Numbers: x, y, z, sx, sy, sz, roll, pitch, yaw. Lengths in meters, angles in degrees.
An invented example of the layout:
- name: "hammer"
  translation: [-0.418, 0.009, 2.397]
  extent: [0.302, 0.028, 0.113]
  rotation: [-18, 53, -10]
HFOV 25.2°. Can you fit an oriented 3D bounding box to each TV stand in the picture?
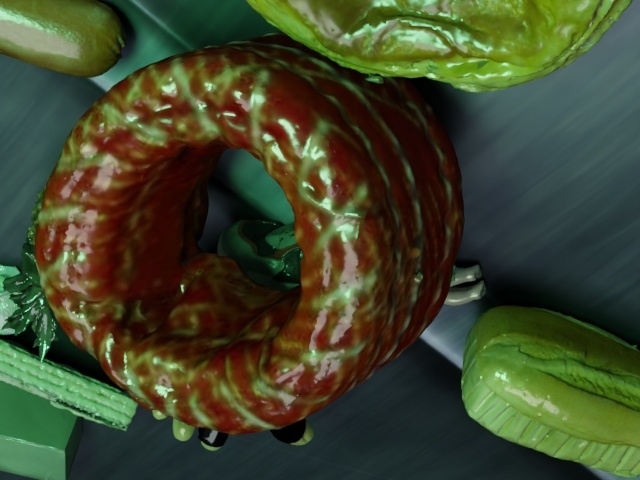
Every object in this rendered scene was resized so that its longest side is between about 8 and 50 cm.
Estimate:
- name: "TV stand"
  translation: [-0.440, 0.225, 1.805]
  extent: [0.270, 0.082, 0.088]
  rotation: [13, 140, 0]

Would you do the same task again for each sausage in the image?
- name: "sausage"
  translation: [-0.273, -0.203, 1.298]
  extent: [0.198, 0.076, 0.076]
  rotation: [18, 138, -8]

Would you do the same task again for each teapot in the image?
- name: "teapot"
  translation: [-0.349, 0.067, 1.623]
  extent: [0.083, 0.064, 0.064]
  rotation: [7, 130, 14]

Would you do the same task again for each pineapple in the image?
- name: "pineapple"
  translation: [-0.267, 0.016, 1.504]
  extent: [0.125, 0.125, 0.251]
  rotation: [25, 132, -13]

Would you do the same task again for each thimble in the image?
- name: "thimble"
  translation: [-0.055, -0.008, 1.263]
  extent: [0.350, 0.230, 0.350]
  rotation: [9, 111, 24]

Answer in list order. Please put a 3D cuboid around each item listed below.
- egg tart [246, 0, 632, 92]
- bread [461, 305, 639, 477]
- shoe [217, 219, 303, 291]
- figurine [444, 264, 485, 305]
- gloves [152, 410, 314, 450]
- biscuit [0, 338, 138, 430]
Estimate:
- name: "egg tart"
  translation: [0.078, -0.266, 1.081]
  extent: [0.352, 0.150, 0.352]
  rotation: [12, 140, 10]
- name: "bread"
  translation: [0.263, 0.153, 1.496]
  extent: [0.236, 0.140, 0.106]
  rotation: [20, 134, -12]
- name: "shoe"
  translation: [0.000, 0.000, 1.431]
  extent: [0.228, 0.099, 0.125]
  rotation: [14, 121, 19]
- name: "figurine"
  translation: [0.078, 0.061, 1.500]
  extent: [0.187, 0.083, 0.083]
  rotation: [-8, 135, 9]
- name: "gloves"
  translation: [-0.092, 0.150, 1.581]
  extent: [0.197, 0.152, 0.301]
  rotation: [31, 146, 12]
- name: "biscuit"
  translation: [-0.342, 0.154, 1.684]
  extent: [0.252, 0.052, 0.150]
  rotation: [25, 169, -12]
